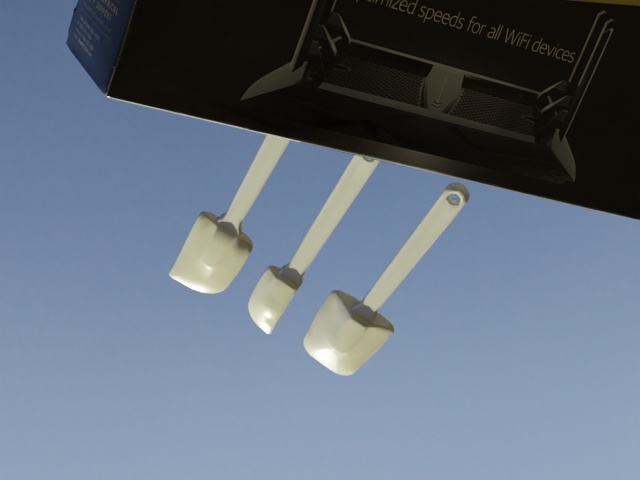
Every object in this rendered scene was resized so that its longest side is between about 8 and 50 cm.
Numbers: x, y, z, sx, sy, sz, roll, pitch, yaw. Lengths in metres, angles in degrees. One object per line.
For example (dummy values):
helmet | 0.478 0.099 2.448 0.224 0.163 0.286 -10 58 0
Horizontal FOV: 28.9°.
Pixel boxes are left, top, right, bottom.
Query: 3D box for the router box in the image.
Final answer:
router box | 0.067 -0.156 0.573 0.308 0.081 0.243 11 -71 -29

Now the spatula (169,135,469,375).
spatula | 0.000 0.000 0.881 0.242 0.168 0.019 -56 1 46
